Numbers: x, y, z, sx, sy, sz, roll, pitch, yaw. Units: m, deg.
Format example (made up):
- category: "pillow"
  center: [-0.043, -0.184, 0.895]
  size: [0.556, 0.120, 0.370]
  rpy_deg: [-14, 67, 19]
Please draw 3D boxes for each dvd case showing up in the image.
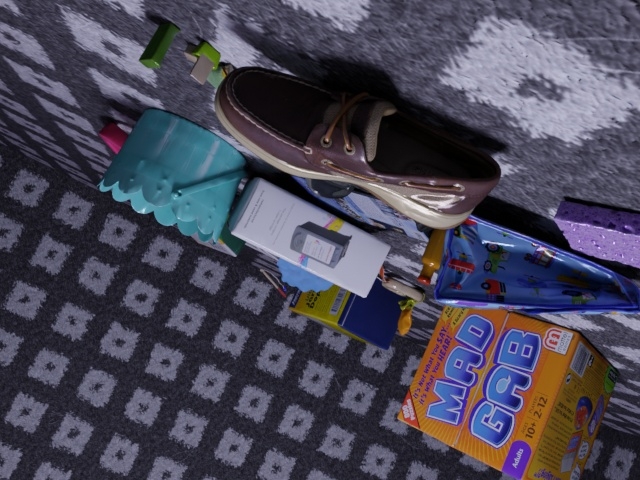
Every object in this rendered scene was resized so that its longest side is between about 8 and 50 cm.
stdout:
- category: "dvd case"
  center: [0.081, -0.067, 1.185]
  size: [0.252, 0.022, 0.180]
  rpy_deg: [19, 168, 33]

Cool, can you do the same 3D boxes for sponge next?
- category: "sponge"
  center: [0.398, 0.007, 0.761]
  size: [0.210, 0.031, 0.117]
  rpy_deg: [18, 168, 38]

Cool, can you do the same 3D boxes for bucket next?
- category: "bucket"
  center: [-0.293, -0.129, 1.312]
  size: [0.281, 0.183, 0.281]
  rpy_deg: [25, 171, 4]

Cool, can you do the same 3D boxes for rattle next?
- category: "rattle"
  center: [0.194, 0.164, 1.800]
  size: [0.130, 0.143, 0.199]
  rpy_deg: [41, -171, 39]

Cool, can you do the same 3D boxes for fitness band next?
- category: "fitness band"
  center: [-0.453, -0.190, 1.599]
  size: [0.209, 0.054, 0.291]
  rpy_deg: [42, 170, 5]

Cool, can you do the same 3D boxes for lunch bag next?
- category: "lunch bag"
  center: [0.328, 0.056, 0.961]
  size: [0.293, 0.138, 0.221]
  rpy_deg: [11, 176, 13]

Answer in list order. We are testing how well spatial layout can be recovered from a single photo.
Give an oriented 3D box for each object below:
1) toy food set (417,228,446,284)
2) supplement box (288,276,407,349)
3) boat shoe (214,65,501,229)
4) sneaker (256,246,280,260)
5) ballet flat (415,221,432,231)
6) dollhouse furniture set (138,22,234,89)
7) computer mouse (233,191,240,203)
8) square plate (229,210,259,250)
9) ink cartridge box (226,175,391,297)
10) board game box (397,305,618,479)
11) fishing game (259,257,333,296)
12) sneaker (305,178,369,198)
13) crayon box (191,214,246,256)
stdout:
- category: "toy food set"
  center: [0.289, 0.073, 1.159]
  size: [0.232, 0.105, 0.111]
  rpy_deg: [31, 168, -32]
- category: "supplement box"
  center: [0.085, 0.195, 2.045]
  size: [0.194, 0.195, 0.356]
  rpy_deg: [30, 168, -27]
- category: "boat shoe"
  center: [0.046, -0.125, 0.735]
  size: [0.341, 0.123, 0.123]
  rpy_deg: [26, 156, -6]
- category: "sneaker"
  center: [-0.063, 0.048, 1.905]
  size: [0.281, 0.105, 0.115]
  rpy_deg: [26, 164, -24]
- category: "ballet flat"
  center: [0.173, -0.052, 1.008]
  size: [0.173, 0.057, 0.049]
  rpy_deg: [60, -176, -72]
- category: "dollhouse furniture set"
  center: [-0.163, -0.222, 0.862]
  size: [0.076, 0.059, 0.151]
  rpy_deg: [16, 166, 46]
- category: "computer mouse"
  center: [-0.273, -0.120, 1.563]
  size: [0.188, 0.072, 0.272]
  rpy_deg: [23, -167, -8]
- category: "square plate"
  center: [-0.201, -0.004, 2.136]
  size: [0.347, 0.049, 0.344]
  rpy_deg: [27, 170, -7]
- category: "ink cartridge box"
  center: [-0.034, -0.013, 1.354]
  size: [0.306, 0.131, 0.226]
  rpy_deg: [26, 180, -14]
- category: "board game box"
  center: [0.489, 0.401, 1.647]
  size: [0.356, 0.357, 0.356]
  rpy_deg: [16, 166, 44]
- category: "fishing game"
  center: [-0.039, 0.082, 1.869]
  size: [0.264, 0.041, 0.189]
  rpy_deg: [-20, 128, 28]
- category: "sneaker"
  center: [0.045, -0.100, 0.908]
  size: [0.130, 0.087, 0.227]
  rpy_deg: [29, 166, 17]
- category: "crayon box"
  center: [-0.380, -0.092, 1.897]
  size: [0.203, 0.083, 0.323]
  rpy_deg: [17, 156, 42]
